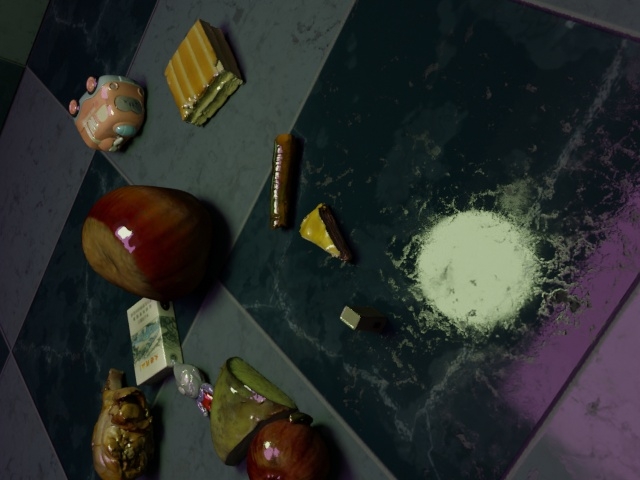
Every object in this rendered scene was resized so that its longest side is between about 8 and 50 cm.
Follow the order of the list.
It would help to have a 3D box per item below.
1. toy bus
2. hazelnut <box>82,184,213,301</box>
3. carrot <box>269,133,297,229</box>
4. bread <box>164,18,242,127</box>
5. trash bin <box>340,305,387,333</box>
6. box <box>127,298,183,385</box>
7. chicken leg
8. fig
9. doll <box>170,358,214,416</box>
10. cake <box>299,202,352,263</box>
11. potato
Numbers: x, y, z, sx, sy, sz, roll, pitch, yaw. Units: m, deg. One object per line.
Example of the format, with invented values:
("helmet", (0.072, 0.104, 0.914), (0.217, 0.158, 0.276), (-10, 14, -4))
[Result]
("toy bus", (-0.761, -0.448, 2.340), (0.287, 0.194, 0.232), (-34, 67, 33))
("hazelnut", (-0.496, 0.004, 1.902), (0.409, 0.359, 0.359), (20, 95, 48))
("carrot", (-0.101, -0.156, 1.735), (0.070, 0.070, 0.260), (-3, 80, 43))
("bread", (-0.374, -0.519, 2.040), (0.239, 0.111, 0.246), (-44, 57, 31))
("trash bin", (0.095, 0.177, 1.455), (0.061, 0.092, 0.043), (35, 106, 42))
("box", (-0.520, 0.304, 2.021), (0.164, 0.069, 0.257), (-35, 58, 33))
("chicken leg", (-0.601, 0.526, 1.984), (0.409, 0.181, 0.295), (-116, 38, -51))
("fig", (-0.067, 0.492, 1.484), (0.205, 0.205, 0.205), (-11, 73, 41))
("doll", (-0.361, 0.413, 1.848), (0.227, 0.075, 0.102), (40, 118, 28))
("cake", (-0.003, -0.001, 1.600), (0.116, 0.079, 0.185), (-38, 61, 28))
("potato", (-0.216, 0.473, 1.674), (0.269, 0.112, 0.255), (28, 101, 45))
